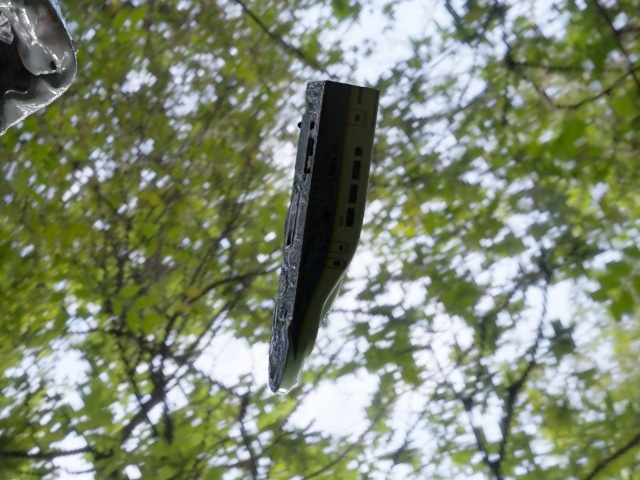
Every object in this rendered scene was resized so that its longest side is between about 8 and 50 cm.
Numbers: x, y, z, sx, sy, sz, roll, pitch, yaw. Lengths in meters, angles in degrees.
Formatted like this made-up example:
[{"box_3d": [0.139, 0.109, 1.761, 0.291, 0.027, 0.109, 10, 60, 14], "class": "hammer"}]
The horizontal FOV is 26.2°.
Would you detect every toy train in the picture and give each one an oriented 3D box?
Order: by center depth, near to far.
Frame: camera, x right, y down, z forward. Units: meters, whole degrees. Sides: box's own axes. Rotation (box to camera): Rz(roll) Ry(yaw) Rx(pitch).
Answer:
[{"box_3d": [0.000, 0.000, 1.018, 0.051, 0.052, 0.233, 7, -89, -17], "class": "toy train"}]

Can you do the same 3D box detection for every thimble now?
[{"box_3d": [-0.237, -0.148, 0.885, 0.151, 0.127, 0.118, 44, -161, -47], "class": "thimble"}]
